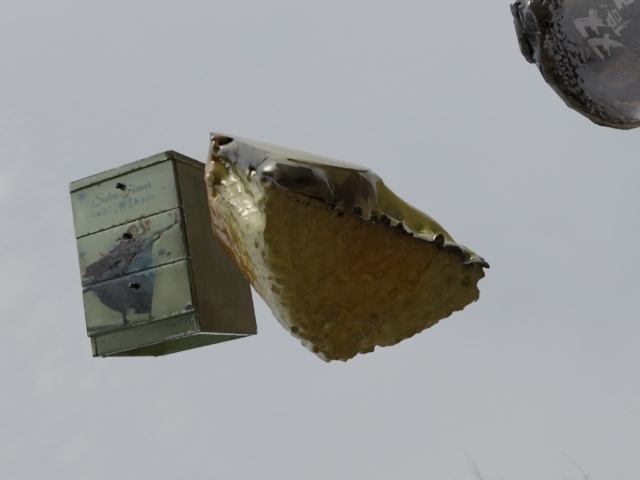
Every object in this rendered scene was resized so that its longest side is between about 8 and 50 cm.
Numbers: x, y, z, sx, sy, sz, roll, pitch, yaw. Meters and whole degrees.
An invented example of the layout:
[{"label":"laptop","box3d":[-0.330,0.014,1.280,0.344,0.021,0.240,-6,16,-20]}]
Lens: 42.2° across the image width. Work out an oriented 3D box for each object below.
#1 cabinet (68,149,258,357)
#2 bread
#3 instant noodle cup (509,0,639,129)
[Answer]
[{"label":"cabinet","box3d":[-0.185,0.024,0.978,0.150,0.145,0.206,19,-122,-66]},{"label":"bread","box3d":[0.000,0.000,0.760,0.262,0.204,0.162,24,-77,-31]},{"label":"instant noodle cup","box3d":[0.271,-0.178,0.527,0.218,0.207,0.217,-4,-82,-26]}]
